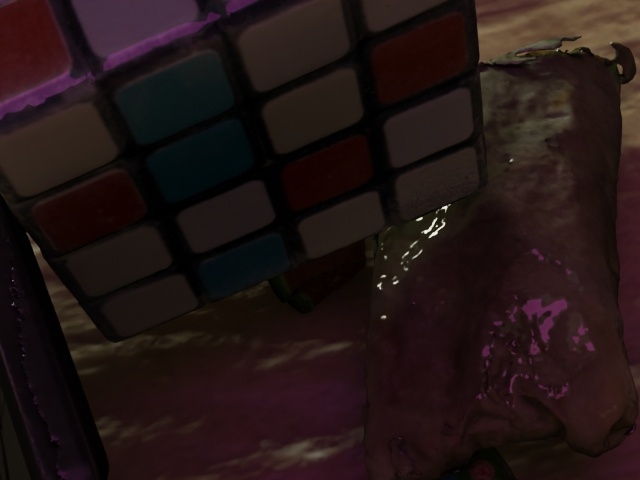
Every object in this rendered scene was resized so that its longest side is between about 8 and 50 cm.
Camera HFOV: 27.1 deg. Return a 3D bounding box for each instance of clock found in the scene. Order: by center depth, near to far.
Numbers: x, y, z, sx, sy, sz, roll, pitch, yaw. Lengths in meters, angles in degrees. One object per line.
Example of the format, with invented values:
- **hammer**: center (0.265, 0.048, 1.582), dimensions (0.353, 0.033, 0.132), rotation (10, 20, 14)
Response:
- **clock**: center (-0.178, 0.096, 0.737), dimensions (0.049, 0.279, 0.273), rotation (-11, 58, -25)

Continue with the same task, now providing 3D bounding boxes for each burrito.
- **burrito**: center (0.109, -0.002, 0.830), dimensions (0.175, 0.107, 0.348), rotation (3, 49, 10)

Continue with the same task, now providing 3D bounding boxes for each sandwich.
- **sandwich**: center (-0.004, 0.002, 0.907), dimensions (0.069, 0.026, 0.101), rotation (0, 64, 1)

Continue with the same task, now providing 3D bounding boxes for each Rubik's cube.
- **Rubik's cube**: center (-0.073, -0.136, 0.738), dimensions (0.253, 0.256, 0.259), rotation (-22, 62, -3)

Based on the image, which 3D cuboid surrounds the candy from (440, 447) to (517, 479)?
- **candy**: center (0.046, 0.212, 0.762), dimensions (0.194, 0.062, 0.097), rotation (-31, 61, -11)
